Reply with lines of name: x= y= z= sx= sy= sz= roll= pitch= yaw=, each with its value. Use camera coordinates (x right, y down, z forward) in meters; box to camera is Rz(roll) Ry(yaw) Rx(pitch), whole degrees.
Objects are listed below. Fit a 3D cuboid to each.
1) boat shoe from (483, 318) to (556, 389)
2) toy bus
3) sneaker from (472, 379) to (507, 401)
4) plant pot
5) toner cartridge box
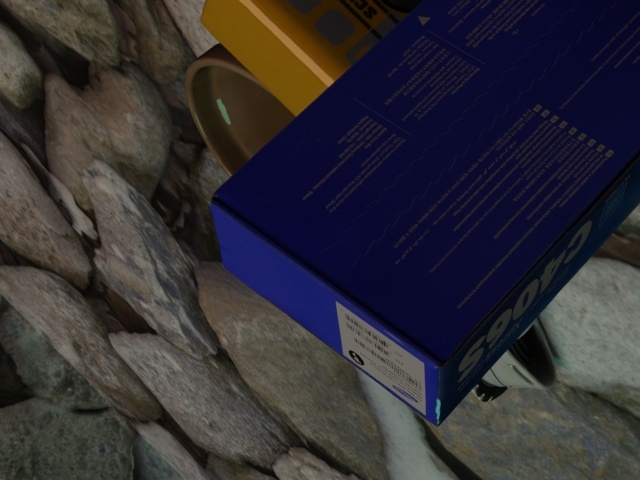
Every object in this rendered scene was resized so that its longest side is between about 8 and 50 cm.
boat shoe: x=0.166 y=0.061 z=1.308 sx=0.076 sy=0.083 sz=0.226 roll=11 pitch=151 yaw=36
toy bus: x=0.071 y=-0.112 z=1.101 sx=0.332 sy=0.130 sz=0.108 roll=45 pitch=157 yaw=4
sneaker: x=0.127 y=0.081 z=1.402 sx=0.083 sy=0.071 sz=0.191 roll=30 pitch=152 yaw=45
plant pot: x=-0.003 y=-0.100 z=1.264 sx=0.237 sy=0.110 sz=0.237 roll=39 pitch=159 yaw=18
toner cartridge box: x=0.114 y=-0.071 z=0.819 sx=0.165 sy=0.348 sz=0.075 roll=36 pitch=156 yaw=22
